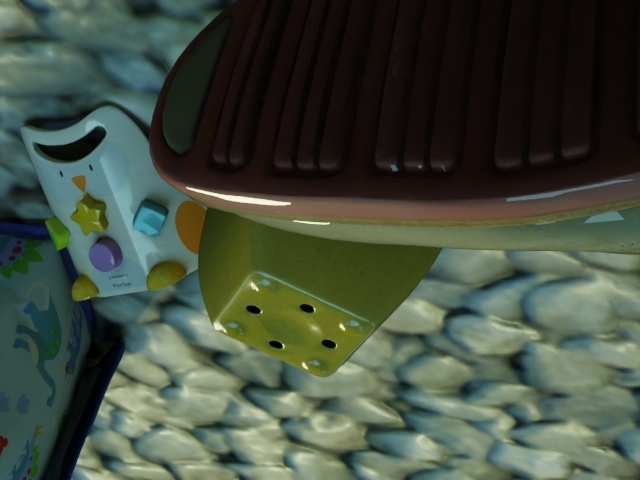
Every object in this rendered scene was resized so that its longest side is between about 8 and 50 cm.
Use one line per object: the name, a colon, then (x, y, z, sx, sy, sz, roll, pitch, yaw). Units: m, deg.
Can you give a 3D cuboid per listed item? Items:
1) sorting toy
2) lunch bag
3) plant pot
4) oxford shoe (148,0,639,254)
sorting toy: (-0.087, -0.018, 0.632, 0.083, 0.045, 0.075, -10, 117, 33)
lunch bag: (-0.152, 0.082, 0.711, 0.096, 0.129, 0.151, 9, 143, 13)
plant pot: (0.000, 0.000, 0.573, 0.081, 0.083, 0.081, 24, 144, -11)
oxford shoe: (0.115, -0.029, 0.456, 0.348, 0.123, 0.130, -2, 146, 27)
